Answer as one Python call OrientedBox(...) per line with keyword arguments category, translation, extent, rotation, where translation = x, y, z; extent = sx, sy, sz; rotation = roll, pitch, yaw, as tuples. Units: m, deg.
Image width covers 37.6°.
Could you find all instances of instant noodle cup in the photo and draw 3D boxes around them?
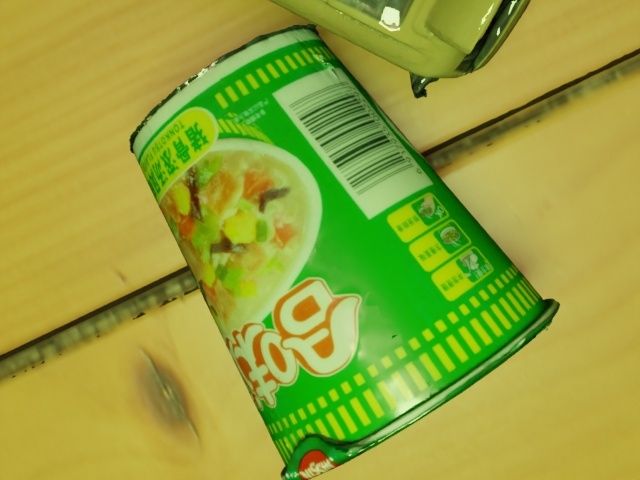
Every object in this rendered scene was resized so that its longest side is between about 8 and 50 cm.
OrientedBox(category="instant noodle cup", translation=(0.000, 0.000, 0.590), extent=(0.207, 0.207, 0.233), rotation=(-33, 86, 6))

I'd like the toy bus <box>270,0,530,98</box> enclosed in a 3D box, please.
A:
OrientedBox(category="toy bus", translation=(-0.029, -0.234, 0.540), extent=(0.365, 0.202, 0.177), rotation=(26, 115, -1))
